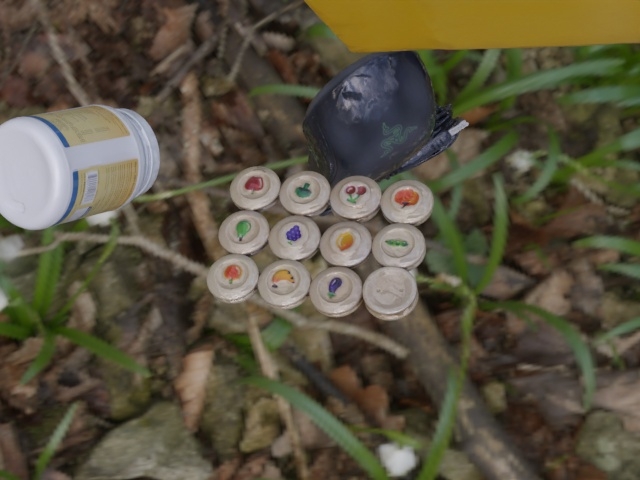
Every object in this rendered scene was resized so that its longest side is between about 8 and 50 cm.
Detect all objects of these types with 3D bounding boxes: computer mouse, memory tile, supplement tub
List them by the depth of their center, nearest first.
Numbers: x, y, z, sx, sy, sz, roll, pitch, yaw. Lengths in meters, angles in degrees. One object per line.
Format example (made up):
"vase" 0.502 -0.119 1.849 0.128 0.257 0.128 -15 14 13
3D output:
"memory tile" 0.000 0.000 0.990 0.148 0.012 0.113 6 59 13
"computer mouse" 0.057 -0.089 1.306 0.188 0.272 0.072 -31 76 -3
"supplement tub" -0.319 -0.099 1.870 0.199 0.144 0.144 -18 89 -53

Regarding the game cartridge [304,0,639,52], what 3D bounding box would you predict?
"game cartridge" 0.131 -0.141 0.577 0.285 0.323 0.053 30 60 -72
